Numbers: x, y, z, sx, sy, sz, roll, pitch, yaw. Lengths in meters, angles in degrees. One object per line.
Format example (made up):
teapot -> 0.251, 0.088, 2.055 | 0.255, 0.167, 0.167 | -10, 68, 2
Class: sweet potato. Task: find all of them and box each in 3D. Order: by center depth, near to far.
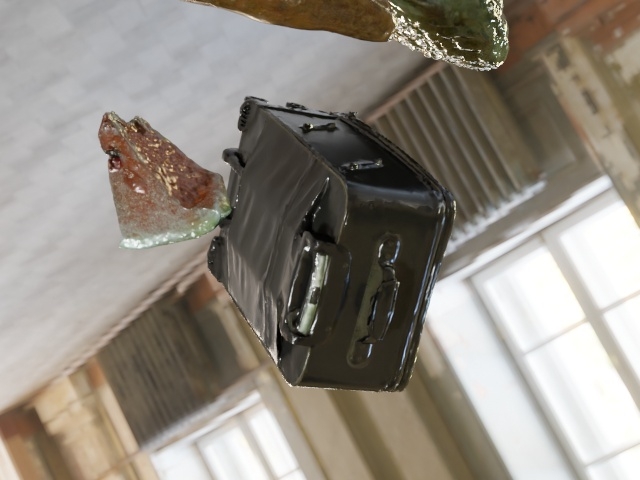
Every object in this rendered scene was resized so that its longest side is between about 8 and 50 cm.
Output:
sweet potato -> -0.074, -0.229, 0.961 | 0.097, 0.292, 0.097 | 25, 90, -86

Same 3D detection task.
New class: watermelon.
watermelon -> -0.178, -0.061, 1.197 | 0.121, 0.158, 0.098 | -42, -163, 35

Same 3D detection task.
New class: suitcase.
suitcase -> 0.000, 0.000, 1.423 | 0.194, 0.283, 0.434 | 7, -162, -22

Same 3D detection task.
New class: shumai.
shumai -> 0.158, -0.456, 1.663 | 0.323, 0.397, 0.324 | -57, 164, 6
